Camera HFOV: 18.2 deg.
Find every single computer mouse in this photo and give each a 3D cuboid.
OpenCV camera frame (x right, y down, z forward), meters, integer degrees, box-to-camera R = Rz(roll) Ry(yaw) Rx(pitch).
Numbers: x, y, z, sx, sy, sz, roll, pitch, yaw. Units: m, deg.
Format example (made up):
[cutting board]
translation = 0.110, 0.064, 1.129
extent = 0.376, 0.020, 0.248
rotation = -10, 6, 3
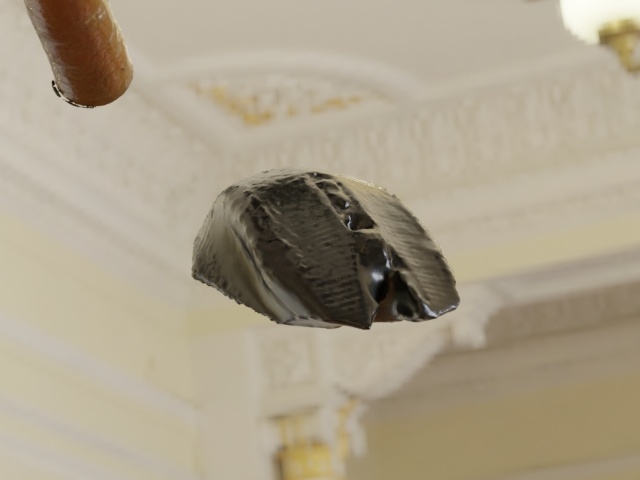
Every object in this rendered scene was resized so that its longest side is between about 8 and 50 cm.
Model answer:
[computer mouse]
translation = 0.000, 0.000, 0.734
extent = 0.079, 0.047, 0.135
rotation = -5, 20, -24

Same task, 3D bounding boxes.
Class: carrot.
[carrot]
translation = -0.137, -0.125, 1.064
extent = 0.048, 0.048, 0.139
rotation = -8, -29, 4
